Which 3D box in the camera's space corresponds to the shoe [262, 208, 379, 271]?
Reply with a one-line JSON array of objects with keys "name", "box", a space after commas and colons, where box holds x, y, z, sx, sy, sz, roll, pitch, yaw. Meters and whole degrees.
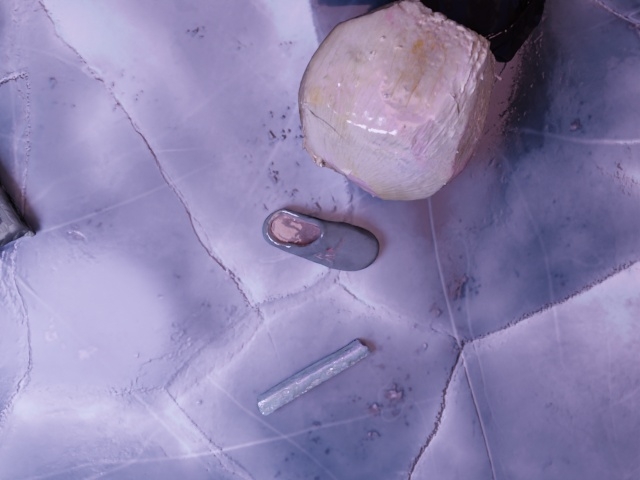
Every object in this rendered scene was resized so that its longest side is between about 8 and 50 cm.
[{"name": "shoe", "box": [0.000, 0.000, 1.326, 0.195, 0.078, 0.079, 16, 91, 0]}]

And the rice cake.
[{"name": "rice cake", "box": [-0.013, 0.225, 1.356, 0.208, 0.033, 0.033, -30, 104, -3]}]

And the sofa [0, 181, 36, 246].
[{"name": "sofa", "box": [-0.606, -0.032, 1.288, 0.225, 0.176, 0.210, -36, 95, -30]}]

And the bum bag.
[{"name": "bum bag", "box": [0.230, -0.373, 1.289, 0.310, 0.074, 0.137, 9, 104, -27]}]

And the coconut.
[{"name": "coconut", "box": [0.105, -0.194, 1.222, 0.297, 0.297, 0.254, 24, 83, -4]}]
